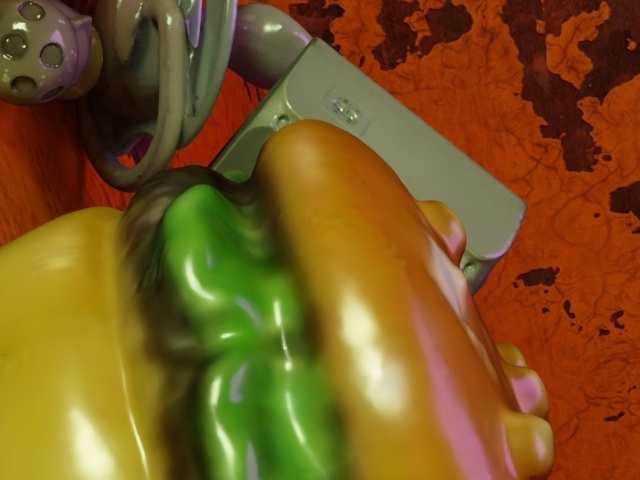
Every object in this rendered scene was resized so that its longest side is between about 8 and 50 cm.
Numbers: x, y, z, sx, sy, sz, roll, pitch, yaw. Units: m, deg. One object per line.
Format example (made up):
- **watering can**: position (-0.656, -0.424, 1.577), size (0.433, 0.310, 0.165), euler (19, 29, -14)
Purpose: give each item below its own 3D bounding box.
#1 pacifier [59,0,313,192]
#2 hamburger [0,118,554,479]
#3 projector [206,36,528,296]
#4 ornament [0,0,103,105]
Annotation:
- **pacifier**: position (-0.095, -0.149, 1.014), size (0.279, 0.207, 0.227), euler (2, -89, 60)
- **hamburger**: position (-0.013, 0.118, 0.704), size (0.396, 0.277, 0.396), euler (-22, 90, -86)
- **projector**: position (0.000, 0.000, 0.944), size (0.198, 0.250, 0.108), euler (38, 47, -8)
- **ornament**: position (-0.186, -0.129, 0.845), size (0.075, 0.081, 0.156), euler (64, 2, -6)
